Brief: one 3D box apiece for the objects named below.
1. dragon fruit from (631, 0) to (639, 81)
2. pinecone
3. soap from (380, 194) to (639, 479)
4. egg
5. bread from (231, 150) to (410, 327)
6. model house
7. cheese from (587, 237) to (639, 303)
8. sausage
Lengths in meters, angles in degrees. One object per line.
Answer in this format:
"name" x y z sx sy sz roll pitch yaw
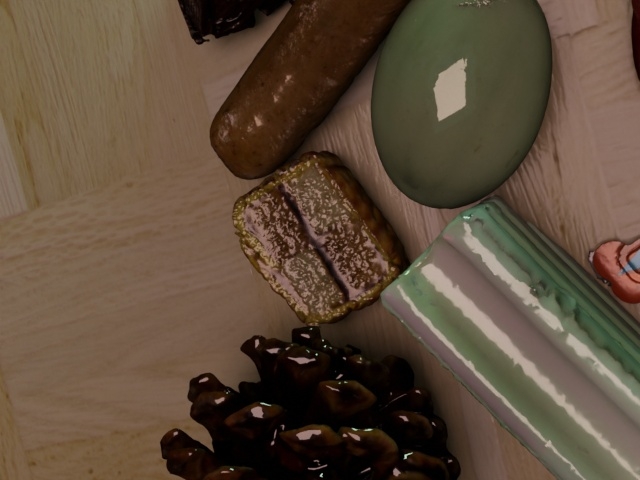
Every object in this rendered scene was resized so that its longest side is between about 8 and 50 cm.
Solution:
"dragon fruit" 0.463 -0.238 0.811 0.305 0.226 0.306 2 98 17
"pinecone" -0.024 0.291 0.999 0.397 0.397 0.398 3 98 20
"soap" 0.295 0.152 0.900 0.446 0.261 0.156 44 109 9
"egg" 0.162 -0.175 0.937 0.202 0.203 0.283 19 105 17
"bread" 0.000 0.000 1.076 0.181 0.096 0.222 -38 85 20
"model house" -0.123 -0.374 1.076 0.164 0.141 0.203 -32 64 40
"cheese" 0.441 -0.019 0.946 0.256 0.037 0.106 -38 82 22
"sausage" 0.017 -0.268 0.992 0.123 0.136 0.501 47 121 10
